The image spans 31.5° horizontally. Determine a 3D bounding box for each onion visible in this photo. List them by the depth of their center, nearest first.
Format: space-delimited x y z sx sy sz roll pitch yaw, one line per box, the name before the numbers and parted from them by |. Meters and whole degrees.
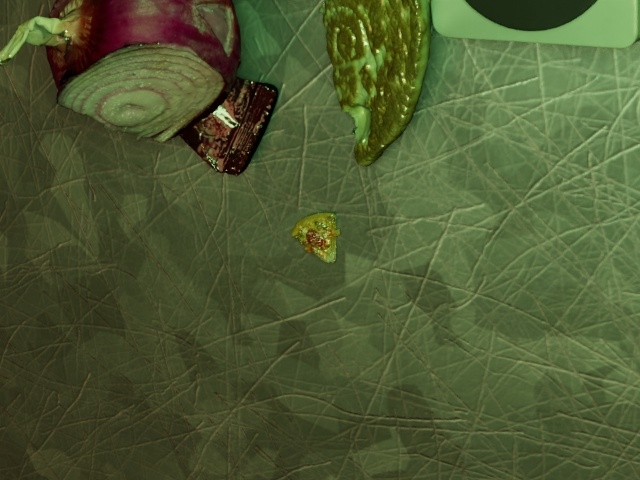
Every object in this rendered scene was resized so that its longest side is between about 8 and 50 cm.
onion | -0.229 -0.268 1.448 0.256 0.230 0.272 -14 149 12

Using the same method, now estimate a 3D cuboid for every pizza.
pizza | -0.001 0.000 1.602 0.083 0.025 0.078 -27 95 36

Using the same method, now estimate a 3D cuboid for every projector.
projector | 0.239 -0.350 1.247 0.259 0.079 0.257 12 120 37

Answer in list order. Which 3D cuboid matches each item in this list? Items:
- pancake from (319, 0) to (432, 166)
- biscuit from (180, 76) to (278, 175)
pancake | 0.070 -0.253 1.406 0.197 0.054 0.376 41 136 36
biscuit | -0.182 -0.196 1.593 0.235 0.063 0.151 31 114 20
